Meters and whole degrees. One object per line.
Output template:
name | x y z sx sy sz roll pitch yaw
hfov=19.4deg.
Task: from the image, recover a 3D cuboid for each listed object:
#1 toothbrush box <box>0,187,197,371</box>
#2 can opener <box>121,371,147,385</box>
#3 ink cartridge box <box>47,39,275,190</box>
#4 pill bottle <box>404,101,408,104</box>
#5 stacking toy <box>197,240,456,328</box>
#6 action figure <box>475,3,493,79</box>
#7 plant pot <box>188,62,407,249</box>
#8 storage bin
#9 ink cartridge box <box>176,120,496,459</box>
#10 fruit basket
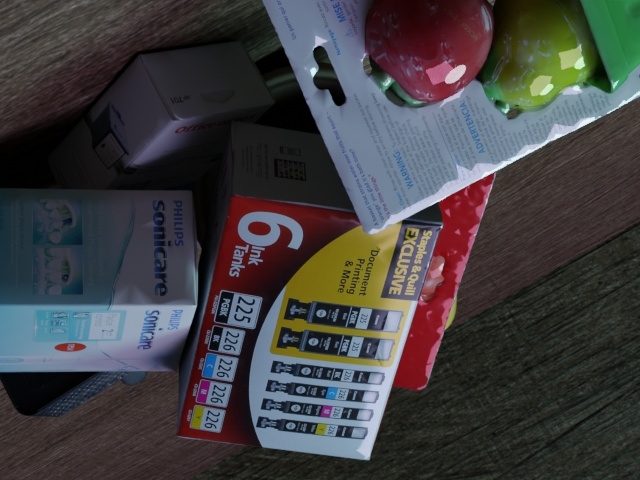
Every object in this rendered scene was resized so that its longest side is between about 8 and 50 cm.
toothbrush box | -0.276 0.042 1.832 0.295 0.126 0.216 0 159 -11
can opener | -0.249 0.115 2.427 0.076 0.095 0.283 -27 166 -11
ink cartridge box | -0.158 -0.107 1.845 0.139 0.082 0.190 -14 158 -45
pill bottle | 0.088 -0.142 2.213 0.137 0.078 0.078 -30 166 3
stacking toy | 0.000 0.000 2.221 0.309 0.279 0.130 -17 145 -30
action figure | 0.142 -0.218 1.888 0.141 0.164 0.276 -13 157 -8
plant pot | -0.004 -0.060 2.044 0.263 0.263 0.229 -30 -177 3
storage bin | -0.296 0.121 2.246 0.180 0.122 0.084 -32 166 12
ink cartridge box | 0.015 0.058 1.852 0.272 0.130 0.309 8 127 -9
fruit basket | 0.133 -0.221 1.676 0.353 0.327 0.165 -26 -157 -1
